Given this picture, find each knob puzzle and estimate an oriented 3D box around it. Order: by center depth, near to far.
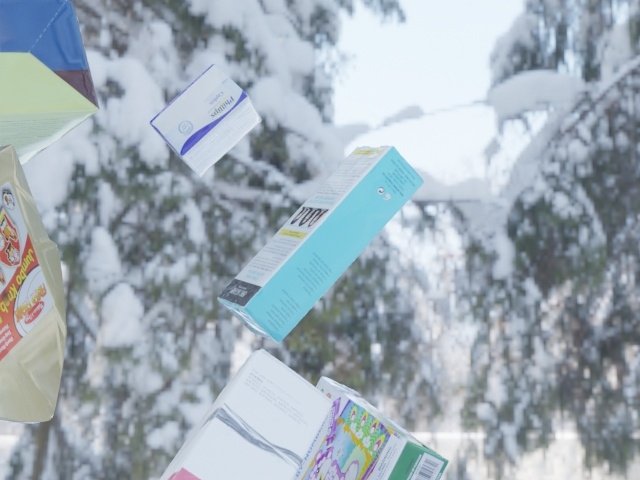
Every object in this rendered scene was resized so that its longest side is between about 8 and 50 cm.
[{"bbox_3d":[-0.238,0.047,0.851,0.030,0.213,0.213,-10,-16,15],"label":"knob puzzle"}]

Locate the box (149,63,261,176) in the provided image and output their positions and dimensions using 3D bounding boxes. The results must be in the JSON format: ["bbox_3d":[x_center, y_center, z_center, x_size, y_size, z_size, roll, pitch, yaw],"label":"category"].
[{"bbox_3d":[-0.160,-0.168,1.662,0.126,0.072,0.137,-43,-10,-3],"label":"box"}]

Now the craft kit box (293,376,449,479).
[{"bbox_3d":[0.003,0.278,1.143,0.061,0.250,0.246,28,-3,-16],"label":"craft kit box"}]

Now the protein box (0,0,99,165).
[{"bbox_3d":[-0.380,-0.163,1.245,0.199,0.136,0.201,-9,-9,-41],"label":"protein box"}]

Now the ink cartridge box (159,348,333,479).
[{"bbox_3d":[-0.093,0.220,1.012,0.092,0.218,0.158,35,-53,-3],"label":"ink cartridge box"}]

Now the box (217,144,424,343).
[{"bbox_3d":[0.000,0.000,1.303,0.060,0.244,0.100,46,-13,-18],"label":"box"}]
